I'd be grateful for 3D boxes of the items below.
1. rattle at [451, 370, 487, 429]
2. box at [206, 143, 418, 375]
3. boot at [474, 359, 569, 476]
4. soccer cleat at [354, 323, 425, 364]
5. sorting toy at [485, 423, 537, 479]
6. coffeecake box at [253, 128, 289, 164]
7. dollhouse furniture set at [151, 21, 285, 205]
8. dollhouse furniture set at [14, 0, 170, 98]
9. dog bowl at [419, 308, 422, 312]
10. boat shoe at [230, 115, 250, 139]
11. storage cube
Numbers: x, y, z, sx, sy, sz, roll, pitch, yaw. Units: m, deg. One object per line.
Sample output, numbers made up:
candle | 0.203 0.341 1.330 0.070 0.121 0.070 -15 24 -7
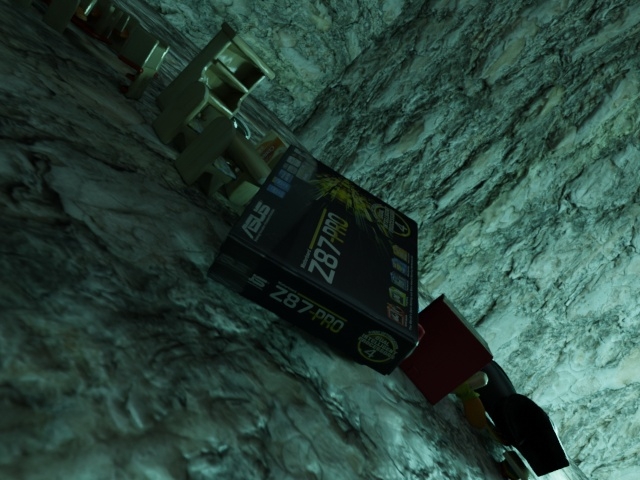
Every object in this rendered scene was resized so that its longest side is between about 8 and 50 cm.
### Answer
rattle | 0.446 0.455 1.454 0.143 0.130 0.200 54 -6 8
box | 0.020 0.006 0.863 0.318 0.097 0.395 30 31 -5
boot | 0.551 0.490 1.471 0.367 0.146 0.445 52 6 20
soccer cleat | 0.127 0.196 1.027 0.109 0.116 0.318 54 12 32
sorting toy | 0.515 0.611 1.265 0.132 0.046 0.274 33 18 -54
coffeecake box | -0.125 -0.202 1.406 0.185 0.142 0.068 51 11 20
dollhouse furniture set | -0.176 -0.270 1.136 0.394 0.256 0.362 53 12 30
dollhouse furniture set | -0.467 -0.430 1.016 0.259 0.135 0.262 35 12 -6
dog bowl | 0.298 0.260 1.616 0.297 0.074 0.166 42 12 -27
boat shoe | -0.304 -0.362 1.482 0.219 0.078 0.070 31 17 -34
storage cube | 0.305 0.272 1.264 0.215 0.193 0.183 51 11 11
